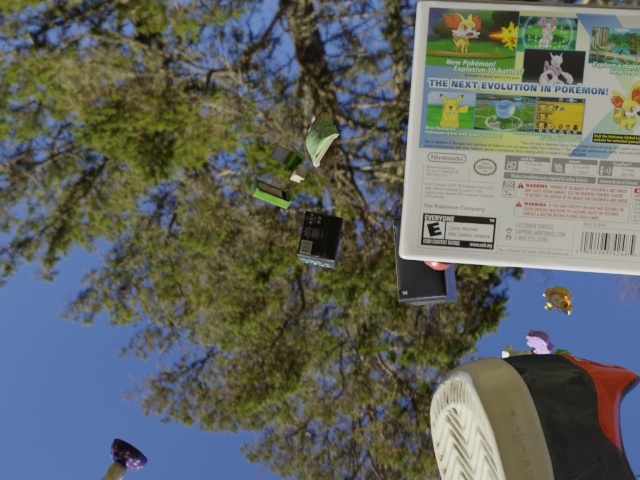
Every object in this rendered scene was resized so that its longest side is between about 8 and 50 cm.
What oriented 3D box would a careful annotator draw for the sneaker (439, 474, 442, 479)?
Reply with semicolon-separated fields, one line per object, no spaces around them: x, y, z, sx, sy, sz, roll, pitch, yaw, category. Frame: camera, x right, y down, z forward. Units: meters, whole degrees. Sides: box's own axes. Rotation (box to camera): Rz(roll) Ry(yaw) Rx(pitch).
0.250;0.300;0.883;0.224;0.083;0.098;-10;-169;20;sneaker

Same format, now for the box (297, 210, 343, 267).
0.000;0.000;0.983;0.052;0.083;0.062;11;-97;3;box

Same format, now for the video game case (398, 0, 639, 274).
0.265;-0.116;0.835;0.329;0.300;0.036;4;-172;4;video game case

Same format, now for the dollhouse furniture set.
-0.040;-0.124;1.056;0.059;0.151;0.076;23;-153;-23;dollhouse furniture set

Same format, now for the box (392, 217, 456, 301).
0.201;0.041;1.390;0.093;0.158;0.156;-6;-99;17;box

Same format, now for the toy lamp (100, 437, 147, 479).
-0.385;0.457;1.174;0.080;0.080;0.274;19;-126;22;toy lamp

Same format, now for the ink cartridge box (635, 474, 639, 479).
0.652;0.564;1.117;0.285;0.166;0.395;7;-117;-15;ink cartridge box

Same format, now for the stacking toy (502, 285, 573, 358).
0.391;0.211;1.265;0.052;0.221;0.167;15;-132;40;stacking toy

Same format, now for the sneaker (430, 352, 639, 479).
0.178;0.242;0.453;0.148;0.131;0.350;-6;-96;-17;sneaker

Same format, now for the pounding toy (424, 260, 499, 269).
0.221;-0.022;1.125;0.183;0.110;0.237;22;-144;-16;pounding toy
